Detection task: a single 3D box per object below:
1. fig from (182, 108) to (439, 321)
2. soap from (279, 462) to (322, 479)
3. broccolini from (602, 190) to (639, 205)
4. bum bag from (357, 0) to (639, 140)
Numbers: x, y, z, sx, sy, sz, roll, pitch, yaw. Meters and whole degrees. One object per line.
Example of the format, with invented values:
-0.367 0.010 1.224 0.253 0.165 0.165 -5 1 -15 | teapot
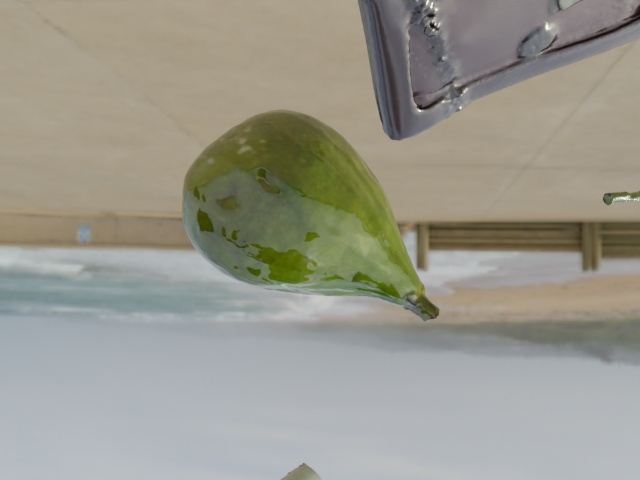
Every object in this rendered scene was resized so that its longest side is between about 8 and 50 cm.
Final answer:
-0.024 -0.004 1.180 0.233 0.314 0.233 -31 -170 6 | fig
-0.067 0.409 1.118 0.156 0.261 0.446 42 -176 13 | soap
0.396 -0.054 1.171 0.140 0.030 0.035 -4 175 -37 | broccolini
0.095 -0.112 0.455 0.159 0.026 0.109 -22 148 -5 | bum bag
